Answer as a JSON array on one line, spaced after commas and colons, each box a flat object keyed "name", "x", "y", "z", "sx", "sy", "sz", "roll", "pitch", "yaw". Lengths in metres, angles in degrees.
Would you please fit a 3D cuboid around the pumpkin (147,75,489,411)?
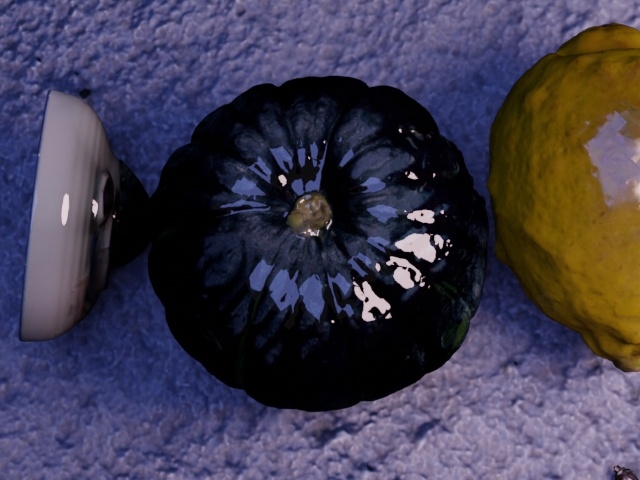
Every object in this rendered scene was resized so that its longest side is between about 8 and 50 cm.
[{"name": "pumpkin", "x": 0.000, "y": 0.000, "z": 1.606, "sx": 0.364, "sy": 0.266, "sz": 0.363, "roll": -3, "pitch": 73, "yaw": 9}]

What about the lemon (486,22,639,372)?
[{"name": "lemon", "x": 0.305, "y": -0.052, "z": 1.577, "sx": 0.286, "sy": 0.285, "sz": 0.316, "roll": -7, "pitch": 122, "yaw": 6}]

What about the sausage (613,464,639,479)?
[{"name": "sausage", "x": 0.372, "y": 0.319, "z": 1.613, "sx": 0.028, "sy": 0.025, "sz": 0.198, "roll": -39, "pitch": 76, "yaw": 7}]

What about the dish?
[{"name": "dish", "x": -0.246, "y": -0.020, "z": 1.656, "sx": 0.134, "sy": 0.273, "sz": 0.273, "roll": 7, "pitch": 79, "yaw": -8}]
